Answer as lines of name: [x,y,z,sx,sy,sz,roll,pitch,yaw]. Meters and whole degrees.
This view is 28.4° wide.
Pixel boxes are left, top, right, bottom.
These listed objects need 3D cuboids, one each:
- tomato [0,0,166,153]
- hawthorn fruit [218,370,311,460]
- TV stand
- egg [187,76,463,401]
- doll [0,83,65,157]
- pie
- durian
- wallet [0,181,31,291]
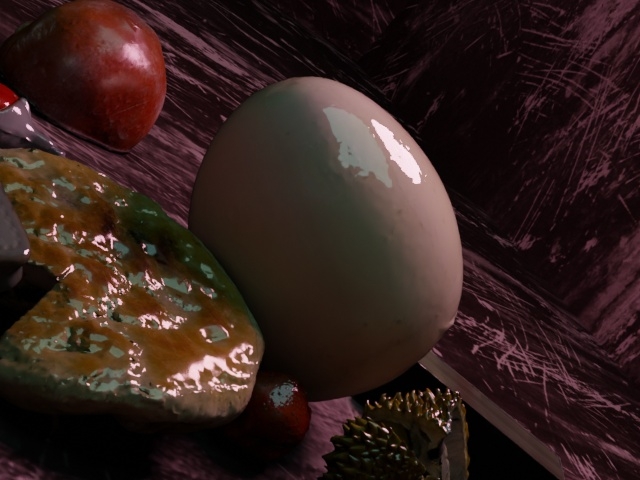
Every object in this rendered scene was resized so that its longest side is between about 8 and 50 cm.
tomato: [-0.282,-0.225,1.604,0.181,0.155,0.214,53,17,28]
hawthorn fruit: [-0.056,0.163,1.186,0.093,0.093,0.093,38,15,-12]
TV stand: [0.169,0.228,1.548,0.269,0.088,0.083,40,16,-7]
egg: [0.000,0.000,1.301,0.283,0.283,0.345,-111,-177,-62]
doll: [-0.361,-0.137,1.275,0.227,0.075,0.102,28,8,-14]
pie: [-0.190,0.039,1.094,0.337,0.075,0.337,25,30,-15]
durian: [0.069,0.251,1.162,0.193,0.137,0.237,-55,138,-71]
wallet: [-0.374,-0.044,0.822,0.360,0.083,0.252,-1,48,-45]
